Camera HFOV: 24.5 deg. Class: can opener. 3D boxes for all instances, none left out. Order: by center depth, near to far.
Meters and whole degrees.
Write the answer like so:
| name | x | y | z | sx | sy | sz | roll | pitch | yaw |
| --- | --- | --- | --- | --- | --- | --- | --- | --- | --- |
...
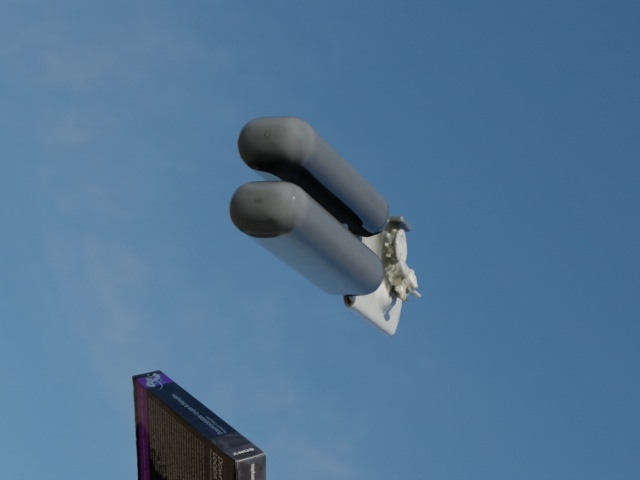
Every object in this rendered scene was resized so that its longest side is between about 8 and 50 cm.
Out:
| name | x | y | z | sx | sy | sz | roll | pitch | yaw |
| --- | --- | --- | --- | --- | --- | --- | --- | --- | --- |
| can opener | 0.000 | 0.000 | 0.901 | 0.093 | 0.074 | 0.280 | 0 | -14 | 15 |

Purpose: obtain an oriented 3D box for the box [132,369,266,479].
| name | x | y | z | sx | sy | sz | roll | pitch | yaw |
| --- | --- | --- | --- | --- | --- | --- | --- | --- | --- |
| box | -0.090 | 0.178 | 1.084 | 0.162 | 0.029 | 0.116 | 30 | -54 | 53 |
